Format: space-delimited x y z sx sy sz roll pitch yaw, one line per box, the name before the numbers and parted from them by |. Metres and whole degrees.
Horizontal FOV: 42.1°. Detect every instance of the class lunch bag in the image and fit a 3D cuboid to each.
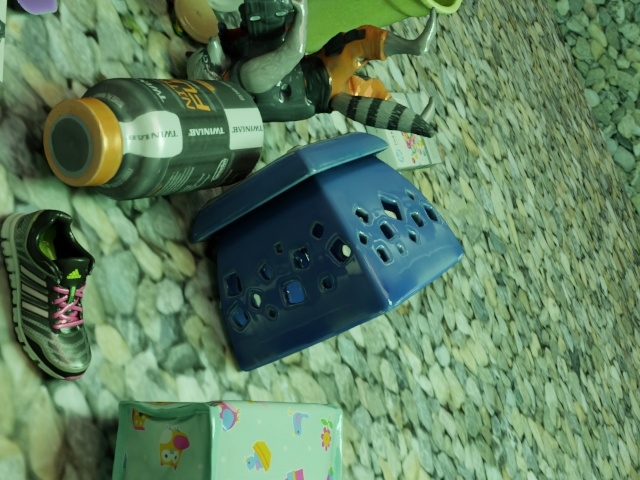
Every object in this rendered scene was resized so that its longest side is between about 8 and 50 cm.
lunch bag | -0.085 0.288 0.803 0.223 0.160 0.262 19 68 -53

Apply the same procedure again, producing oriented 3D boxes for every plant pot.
plant pot | 0.043 -0.427 1.309 0.276 0.253 0.276 33 45 -42
plant pot | 0.000 0.000 1.029 0.236 0.236 0.212 -26 87 -57

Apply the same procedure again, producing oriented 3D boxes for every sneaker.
sneaker | -0.246 0.046 0.781 0.063 0.074 0.171 -6 77 -56

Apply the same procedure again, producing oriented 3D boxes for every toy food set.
toy food set | -0.173 -0.307 1.141 0.082 0.020 0.083 19 57 -49

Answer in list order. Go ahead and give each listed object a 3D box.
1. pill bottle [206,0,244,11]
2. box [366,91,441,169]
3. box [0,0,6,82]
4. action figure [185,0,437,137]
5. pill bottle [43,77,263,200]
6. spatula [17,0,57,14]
pill bottle | -0.135 -0.405 1.201 0.078 0.078 0.137 34 46 -41
box | 0.147 -0.199 1.527 0.186 0.038 0.145 -13 82 -56
box | -0.354 -0.210 0.820 0.081 0.028 0.136 22 57 -48
action figure | -0.019 -0.224 1.056 0.341 0.330 0.179 64 27 -74
pill bottle | -0.181 -0.113 0.916 0.245 0.130 0.131 -17 85 -57
spatula | -0.372 -0.378 0.883 0.296 0.030 0.084 58 20 -12
